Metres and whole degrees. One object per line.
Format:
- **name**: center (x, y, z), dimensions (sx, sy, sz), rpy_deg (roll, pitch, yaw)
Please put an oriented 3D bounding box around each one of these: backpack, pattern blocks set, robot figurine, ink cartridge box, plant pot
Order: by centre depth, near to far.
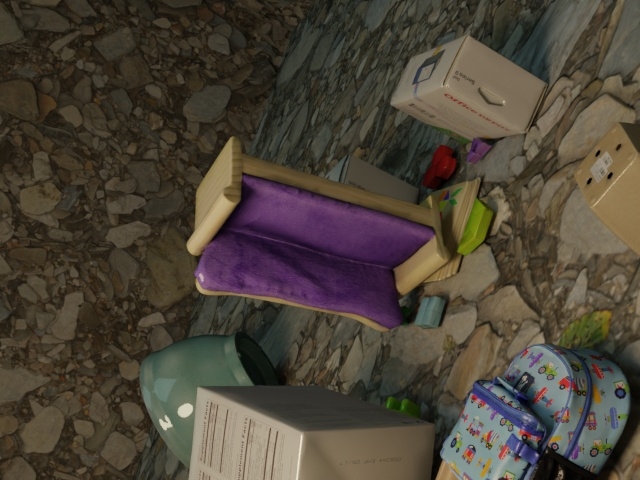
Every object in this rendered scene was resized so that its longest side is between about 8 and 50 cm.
- **backpack**: center (0.218, 0.180, 0.848), dimensions (0.173, 0.117, 0.158), rpy_deg (-63, 16, 7)
- **plant pot**: center (0.328, -0.059, 0.875), dimensions (0.109, 0.096, 0.109), rpy_deg (-55, 19, 30)
- **robot figurine**: center (0.101, 0.274, 1.160), dimensions (0.101, 0.067, 0.115), rpy_deg (1, 63, 38)
- **ink cartridge box**: center (0.225, -0.228, 1.328), dimensions (0.093, 0.154, 0.212), rpy_deg (-65, 15, -4)
- **pattern blocks set**: center (0.191, -0.011, 1.356), dimensions (0.325, 0.026, 0.285), rpy_deg (-67, 16, -5)
- **ink cartridge box**: center (0.058, -0.050, 1.587), dimensions (0.218, 0.158, 0.092), rpy_deg (-39, 31, 56)
- **plant pot**: center (-0.201, 0.309, 1.747), dimensions (0.196, 0.293, 0.293), rpy_deg (-34, 25, 11)

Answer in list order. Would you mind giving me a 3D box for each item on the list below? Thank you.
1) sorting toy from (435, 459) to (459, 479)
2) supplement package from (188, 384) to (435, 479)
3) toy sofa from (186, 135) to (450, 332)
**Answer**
- **sorting toy**: center (0.159, 0.352, 0.894), dimensions (0.208, 0.038, 0.193), rpy_deg (-129, 53, -67)
- **supplement package**: center (-0.021, 0.304, 1.080), dimensions (0.262, 0.199, 0.198), rpy_deg (5, 89, 56)
- **toy sofa**: center (0.000, 0.000, 1.243), dimensions (0.150, 0.362, 0.177), rpy_deg (-47, 36, 48)
